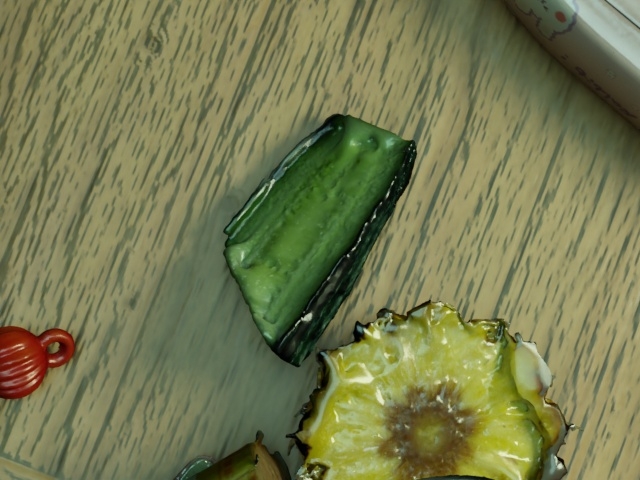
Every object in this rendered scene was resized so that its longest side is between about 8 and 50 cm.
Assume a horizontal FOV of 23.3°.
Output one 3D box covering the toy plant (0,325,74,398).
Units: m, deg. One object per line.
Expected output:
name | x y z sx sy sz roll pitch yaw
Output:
toy plant | -0.311 0.107 1.125 0.240 0.088 0.154 -39 126 -1

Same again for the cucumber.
cucumber | 0.000 0.000 1.164 0.115 0.086 0.193 22 77 43

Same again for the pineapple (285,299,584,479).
pineapple | 0.078 0.143 1.152 0.225 0.076 0.224 0 92 -6

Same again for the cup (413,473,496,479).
cup | 0.098 0.313 1.058 0.196 0.196 0.279 -14 100 -3

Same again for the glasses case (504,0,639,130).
glasses case | 0.251 -0.129 1.168 0.297 0.113 0.075 41 86 2

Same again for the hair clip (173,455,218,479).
hair clip | -0.054 0.219 1.169 0.137 0.022 0.054 37 83 4

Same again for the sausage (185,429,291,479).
sausage | -0.145 0.273 1.106 0.317 0.117 0.125 -32 59 6
